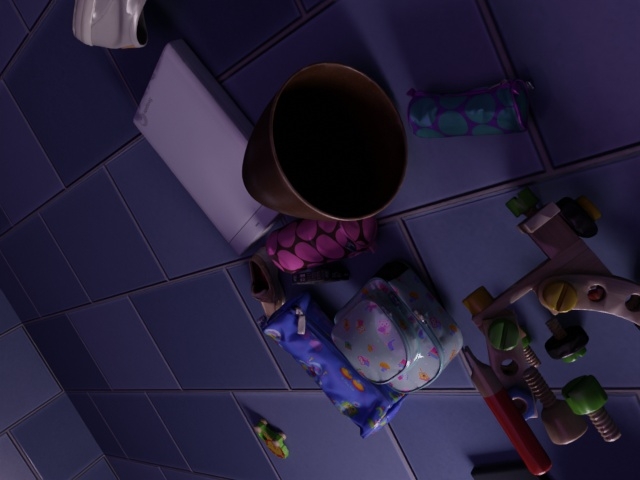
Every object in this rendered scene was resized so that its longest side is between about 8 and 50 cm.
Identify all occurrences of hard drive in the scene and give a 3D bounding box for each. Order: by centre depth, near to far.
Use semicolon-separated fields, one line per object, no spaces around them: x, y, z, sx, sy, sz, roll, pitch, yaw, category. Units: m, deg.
0.343;0.433;0.978;0.094;0.022;0.135;54;137;0;hard drive
-0.205;-0.164;1.059;0.353;0.047;0.233;52;137;3;hard drive

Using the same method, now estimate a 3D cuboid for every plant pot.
-0.025;-0.119;0.838;0.230;0.215;0.215;-14;107;59;plant pot

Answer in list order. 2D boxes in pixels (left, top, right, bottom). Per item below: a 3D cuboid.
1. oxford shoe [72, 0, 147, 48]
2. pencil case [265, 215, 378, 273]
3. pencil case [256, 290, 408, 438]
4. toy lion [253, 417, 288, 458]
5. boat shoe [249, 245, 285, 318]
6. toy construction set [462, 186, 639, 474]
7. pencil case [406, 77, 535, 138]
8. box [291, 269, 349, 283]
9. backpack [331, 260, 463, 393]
-0.281;-0.498;0.866;0.130;0.169;0.449;16;129;-18;oxford shoe
0.000;0.000;0.957;0.209;0.095;0.098;-18;119;48;pencil case
0.024;0.226;1.052;0.306;0.119;0.133;45;159;8;pencil case
-0.124;0.516;1.436;0.100;0.034;0.096;28;139;26;toy lion
-0.115;0.094;1.135;0.063;0.059;0.170;13;124;35;boat shoe
0.246;0.077;0.654;0.257;0.309;0.237;-36;85;39;toy construction set
0.185;-0.166;0.705;0.152;0.064;0.070;3;133;39;pencil case
-0.001;0.067;1.013;0.083;0.067;0.018;-13;78;45;box
0.125;0.152;0.906;0.188;0.144;0.166;44;131;6;backpack
